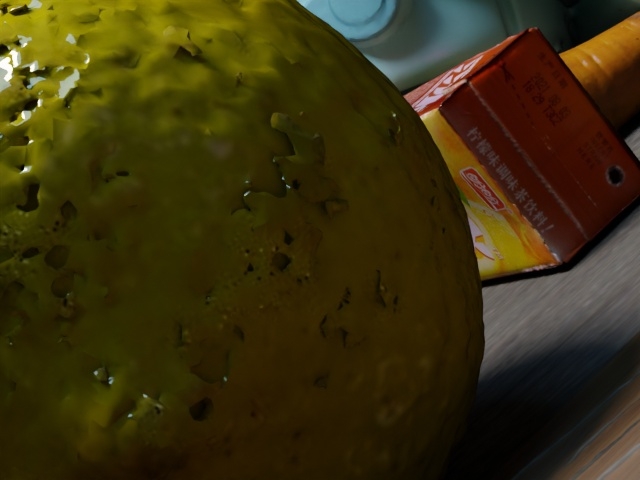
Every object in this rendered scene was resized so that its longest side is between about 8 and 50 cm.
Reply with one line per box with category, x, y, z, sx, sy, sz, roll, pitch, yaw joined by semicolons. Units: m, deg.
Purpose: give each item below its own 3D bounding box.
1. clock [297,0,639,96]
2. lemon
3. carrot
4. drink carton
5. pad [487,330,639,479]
clock;0.063;-0.121;1.043;0.274;0.094;0.223;-18;-9;-9
lemon;-0.075;0.023;0.601;0.258;0.258;0.310;-40;6;-5
carrot;0.191;-0.108;0.942;0.256;0.061;0.061;-31;6;-11
drink carton;0.070;-0.032;0.858;0.071;0.096;0.223;-41;7;-17
pad;0.117;0.025;0.428;0.286;0.018;0.284;-42;-2;-20
